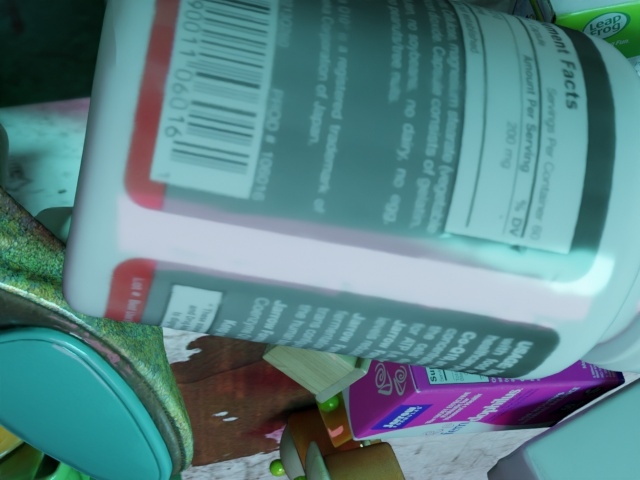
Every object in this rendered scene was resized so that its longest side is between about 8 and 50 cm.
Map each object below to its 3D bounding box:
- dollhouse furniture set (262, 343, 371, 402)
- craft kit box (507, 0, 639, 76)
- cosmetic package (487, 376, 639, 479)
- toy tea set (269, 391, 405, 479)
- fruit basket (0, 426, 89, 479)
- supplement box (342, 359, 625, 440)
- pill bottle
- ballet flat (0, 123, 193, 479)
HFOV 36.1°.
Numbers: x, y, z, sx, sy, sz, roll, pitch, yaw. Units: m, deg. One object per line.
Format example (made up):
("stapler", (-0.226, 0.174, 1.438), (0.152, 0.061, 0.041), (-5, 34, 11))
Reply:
("dollhouse furniture set", (0.000, 0.000, 0.689), (0.151, 0.123, 0.144), (37, 134, -13))
("craft kit box", (0.223, -0.093, 0.580), (0.249, 0.061, 0.247), (-11, 156, -5))
("cosmetic package", (0.397, 0.166, 0.907), (0.453, 0.162, 0.230), (-26, 162, -7))
("toy tea set", (0.010, 0.232, 0.963), (0.124, 0.200, 0.336), (-21, 154, -3))
("fruit basket", (-0.301, 0.083, 0.611), (0.327, 0.165, 0.353), (-22, 132, 1))
("supplement box", (0.133, 0.097, 0.850), (0.220, 0.114, 0.111), (3, 149, -27))
("pill bottle", (0.041, -0.026, 0.436), (0.283, 0.161, 0.161), (10, 148, -12))
("ballet flat", (-0.160, 0.008, 0.473), (0.123, 0.123, 0.348), (-23, 137, 18))
